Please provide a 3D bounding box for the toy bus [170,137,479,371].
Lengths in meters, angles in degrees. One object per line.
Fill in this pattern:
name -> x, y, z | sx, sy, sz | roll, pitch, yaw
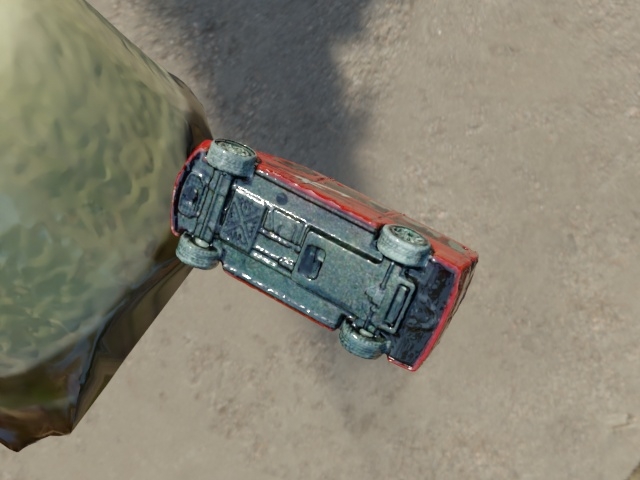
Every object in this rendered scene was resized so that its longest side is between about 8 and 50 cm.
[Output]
toy bus -> 0.000, 0.000, 0.530 | 0.195, 0.089, 0.081 | 27, 111, 16

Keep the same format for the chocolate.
chocolate -> -0.286, -0.061, 0.605 | 0.326, 0.314, 0.297 | -54, 141, 4
